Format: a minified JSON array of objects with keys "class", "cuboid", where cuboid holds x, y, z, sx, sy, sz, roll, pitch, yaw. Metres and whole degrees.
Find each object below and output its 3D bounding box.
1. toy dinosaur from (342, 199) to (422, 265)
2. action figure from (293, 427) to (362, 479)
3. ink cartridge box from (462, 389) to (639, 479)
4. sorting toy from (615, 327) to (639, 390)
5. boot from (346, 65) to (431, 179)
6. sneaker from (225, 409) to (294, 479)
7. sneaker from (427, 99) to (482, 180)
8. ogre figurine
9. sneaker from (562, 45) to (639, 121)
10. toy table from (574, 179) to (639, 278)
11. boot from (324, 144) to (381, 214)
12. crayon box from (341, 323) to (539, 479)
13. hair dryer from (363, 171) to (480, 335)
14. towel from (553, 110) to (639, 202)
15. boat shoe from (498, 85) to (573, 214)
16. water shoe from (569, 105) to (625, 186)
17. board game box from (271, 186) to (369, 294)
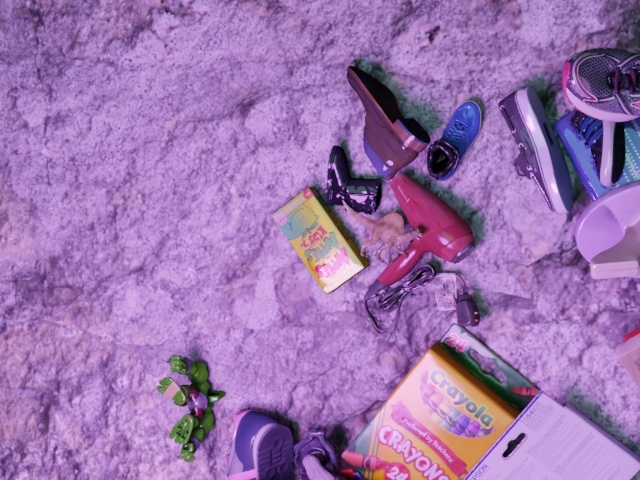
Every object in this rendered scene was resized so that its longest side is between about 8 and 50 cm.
[{"class":"toy dinosaur","cuboid":[0.110,-0.009,1.727,0.183,0.053,0.093,20,91,37]},{"class":"action figure","cuboid":[-0.022,0.533,1.727,0.330,0.178,0.341,-22,100,8]},{"class":"ink cartridge box","cuboid":[0.399,0.395,1.683,0.224,0.045,0.223,37,104,-3]},{"class":"sorting toy","cuboid":[0.608,0.171,1.476,0.255,0.089,0.257,-32,117,15]},{"class":"boot","cuboid":[0.093,-0.211,1.730,0.219,0.082,0.106,53,122,26]},{"class":"sneaker","cuboid":[-0.133,0.473,1.862,0.131,0.112,0.319,25,110,45]},{"class":"sneaker","cuboid":[0.233,-0.174,1.692,0.058,0.084,0.152,30,102,13]},{"class":"ogre figurine","cuboid":[-0.245,0.312,1.859,0.097,0.118,0.197,-26,85,21]},{"class":"sneaker","cuboid":[0.526,-0.245,1.513,0.299,0.112,0.121,8,84,-2]},{"class":"toy table","cuboid":[0.553,0.003,1.536,0.274,0.161,0.252,-17,111,14]},{"class":"boot","cuboid":[0.062,-0.109,1.770,0.099,0.045,0.121,10,104,18]},{"class":"crayon box","cuboid":[0.212,0.329,1.740,0.202,0.081,0.318,39,103,11]},{"class":"hair dryer","cuboid":[0.166,0.023,1.729,0.223,0.080,0.294,-4,88,23]},{"class":"towel","cuboid":[0.590,-0.173,1.614,0.336,0.040,0.243,-29,83,15]},{"class":"boat shoe","cuboid":[0.363,-0.147,1.663,0.076,0.080,0.228,-21,91,35]},{"class":"water shoe","cuboid":[0.457,-0.187,1.608,0.080,0.073,0.203,-4,83,35]},{"class":"board game box","cuboid":[0.000,0.000,1.798,0.092,0.043,0.181,-37,83,16]}]
